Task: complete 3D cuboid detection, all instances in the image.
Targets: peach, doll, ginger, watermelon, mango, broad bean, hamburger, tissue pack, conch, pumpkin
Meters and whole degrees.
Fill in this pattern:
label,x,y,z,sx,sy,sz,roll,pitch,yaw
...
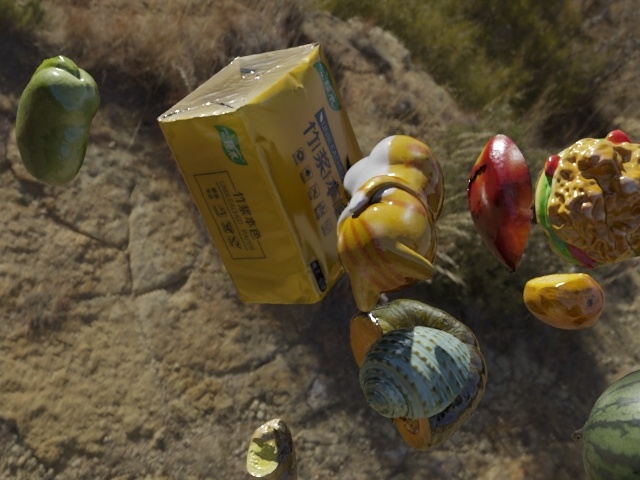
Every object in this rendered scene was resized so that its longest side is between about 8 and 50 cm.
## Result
label,x,y,z,sx,sy,sz,roll,pitch,yaw
peach,0.341,-0.069,1.699,0.068,0.189,0.279,-3,79,-22
doll,0.105,-0.037,1.288,0.162,0.166,0.270,38,40,-10
ginger,-0.060,0.453,1.558,0.131,0.086,0.295,-73,145,-61
watermelon,0.554,0.324,1.286,0.359,0.279,0.279,8,35,26
mango,0.441,0.114,1.576,0.141,0.217,0.102,-5,88,1
broad bean,-0.365,-0.165,1.171,0.124,0.175,0.082,39,23,23
hamburger,0.468,-0.069,1.409,0.237,0.149,0.237,0,87,-2
tissue pack,-0.072,-0.119,1.530,0.293,0.228,0.382,-48,125,-44
conch,0.152,0.210,1.467,0.131,0.172,0.200,42,66,-21
pumpkin,0.225,0.244,1.774,0.232,0.242,0.325,-23,62,-21
